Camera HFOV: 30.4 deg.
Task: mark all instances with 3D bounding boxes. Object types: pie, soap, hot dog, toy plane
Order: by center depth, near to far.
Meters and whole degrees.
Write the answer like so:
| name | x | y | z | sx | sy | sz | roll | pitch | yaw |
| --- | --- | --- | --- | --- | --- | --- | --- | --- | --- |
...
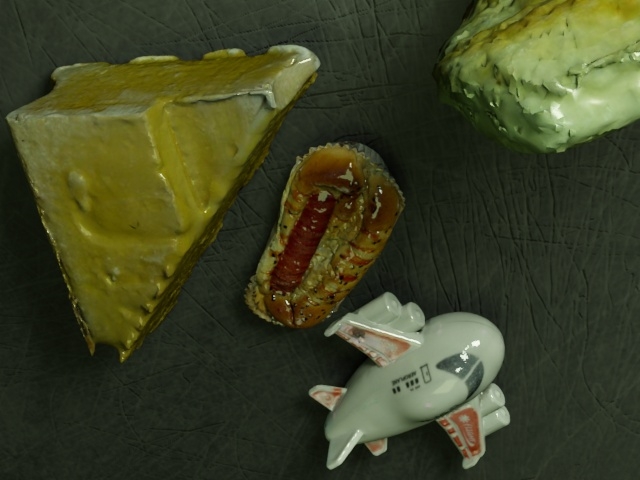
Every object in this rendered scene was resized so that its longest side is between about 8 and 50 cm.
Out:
| name | x | y | z | sx | sy | sz | roll | pitch | yaw |
| --- | --- | --- | --- | --- | --- | --- | --- | --- | --- |
| pie | 0.276 | -0.212 | 0.893 | 0.395 | 0.418 | 0.180 | -31 | 107 | 24 |
| soap | -0.125 | -0.021 | 1.236 | 0.305 | 0.169 | 0.338 | 0 | 123 | 22 |
| hot dog | 0.000 | 0.000 | 1.283 | 0.131 | 0.069 | 0.252 | 25 | 124 | -7 |
| toy plane | 0.102 | 0.168 | 1.345 | 0.252 | 0.118 | 0.252 | 3 | 122 | 5 |
